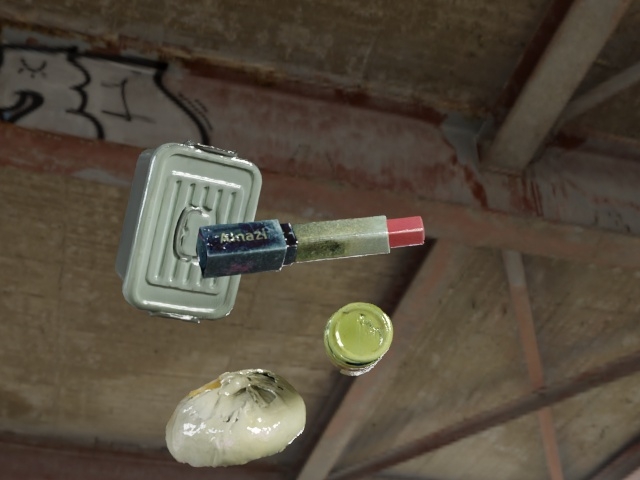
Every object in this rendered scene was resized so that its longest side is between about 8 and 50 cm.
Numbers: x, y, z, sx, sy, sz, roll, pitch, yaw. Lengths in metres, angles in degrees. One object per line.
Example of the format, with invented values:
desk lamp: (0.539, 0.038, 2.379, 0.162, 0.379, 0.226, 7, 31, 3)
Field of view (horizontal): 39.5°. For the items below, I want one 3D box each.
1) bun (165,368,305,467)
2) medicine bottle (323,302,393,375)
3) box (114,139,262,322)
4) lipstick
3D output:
bun: (-0.167, 0.327, 1.714, 0.287, 0.146, 0.287, -11, 6, 1)
medicine bottle: (0.065, 0.188, 1.664, 0.124, 0.124, 0.239, -1, -12, 1)
box: (-0.195, -0.020, 1.247, 0.163, 0.243, 0.135, 10, 6, -29)
lipstick: (0.000, 0.000, 1.140, 0.312, 0.051, 0.051, -6, -39, -20)
